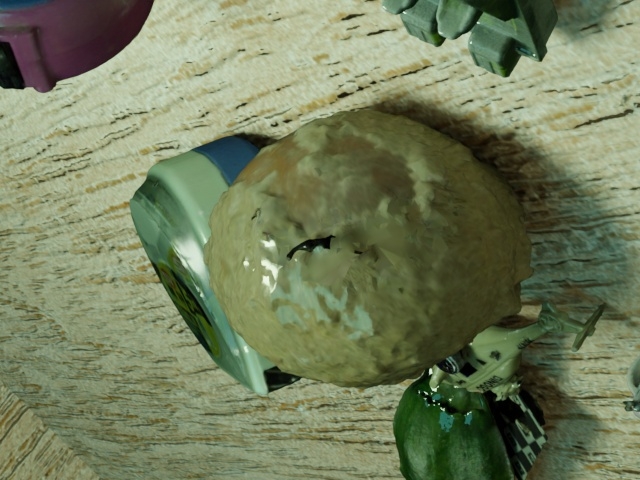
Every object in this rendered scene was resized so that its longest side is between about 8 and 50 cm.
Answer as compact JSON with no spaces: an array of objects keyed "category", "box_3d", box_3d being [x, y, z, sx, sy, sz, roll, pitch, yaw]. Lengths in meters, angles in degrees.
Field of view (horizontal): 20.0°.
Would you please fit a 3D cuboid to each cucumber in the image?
[{"category":"cucumber","box_3d":[0.153,0.253,2.103,0.145,0.105,0.325,56,168,30]}]

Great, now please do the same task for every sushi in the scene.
[{"category":"sushi","box_3d":[0.212,0.184,2.018,0.139,0.031,0.201,57,166,18]}]

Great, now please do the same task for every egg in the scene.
[{"category":"egg","box_3d":[0.037,0.011,1.677,0.310,0.279,0.279,7,143,33]}]

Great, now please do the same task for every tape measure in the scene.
[{"category":"tape measure","box_3d":[-0.273,-0.262,1.678,0.245,0.231,0.149,49,163,26]},{"category":"tape measure","box_3d":[-0.091,0.024,1.948,0.262,0.138,0.259,65,164,-17]}]

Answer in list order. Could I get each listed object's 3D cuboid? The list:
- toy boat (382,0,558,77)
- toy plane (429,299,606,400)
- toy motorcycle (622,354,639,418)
[{"category":"toy boat","box_3d":[0.082,-0.209,1.292,0.141,0.092,0.319,27,174,20]},{"category":"toy plane","box_3d":[0.187,0.107,1.837,0.108,0.092,0.286,43,152,-3]},{"category":"toy motorcycle","box_3d":[0.353,0.106,1.509,0.188,0.143,0.327,31,149,20]}]
